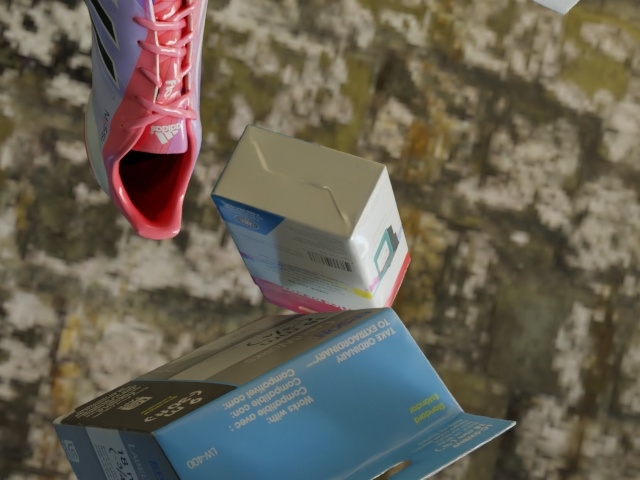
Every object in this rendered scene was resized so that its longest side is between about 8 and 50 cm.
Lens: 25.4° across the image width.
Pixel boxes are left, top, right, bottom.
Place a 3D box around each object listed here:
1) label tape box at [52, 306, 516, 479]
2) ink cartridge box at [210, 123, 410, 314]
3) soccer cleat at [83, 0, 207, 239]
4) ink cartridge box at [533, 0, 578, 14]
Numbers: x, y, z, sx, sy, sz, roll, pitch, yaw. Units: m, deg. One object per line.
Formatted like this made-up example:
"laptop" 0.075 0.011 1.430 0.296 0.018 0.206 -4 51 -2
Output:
"label tape box" -0.042 0.147 1.163 0.241 0.105 0.334 -26 -171 -30
"ink cartridge box" 0.000 0.000 1.274 0.134 0.078 0.231 18 159 18
"soccer cleat" -0.094 -0.104 0.785 0.083 0.095 0.248 -12 146 -19
"ink cartridge box" 0.084 -0.177 0.718 0.122 0.088 0.052 17 131 -32
